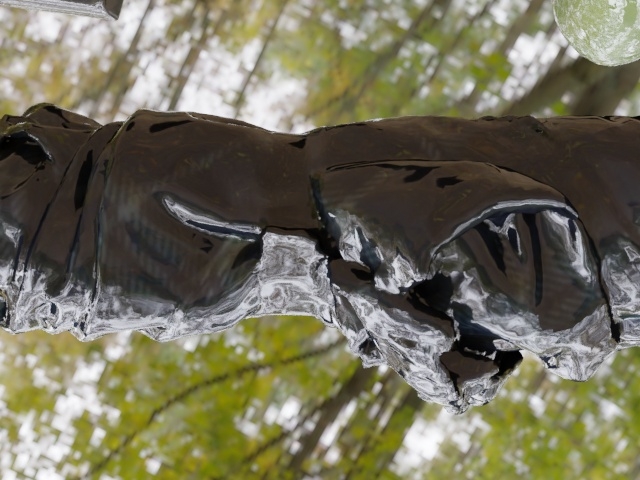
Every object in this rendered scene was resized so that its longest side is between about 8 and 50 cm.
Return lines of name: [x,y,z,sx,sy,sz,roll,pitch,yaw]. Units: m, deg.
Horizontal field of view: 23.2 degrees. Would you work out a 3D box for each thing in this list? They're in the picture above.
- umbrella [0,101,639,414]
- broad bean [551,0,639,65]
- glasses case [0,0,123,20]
umbrella: [0.000,0.001,0.343,0.224,0.071,0.080,4,163,-1]
broad bean: [0.170,-0.175,0.805,0.100,0.169,0.228,17,-158,-3]
glasses case: [-0.210,-0.191,1.034,0.191,0.072,0.042,11,176,26]
